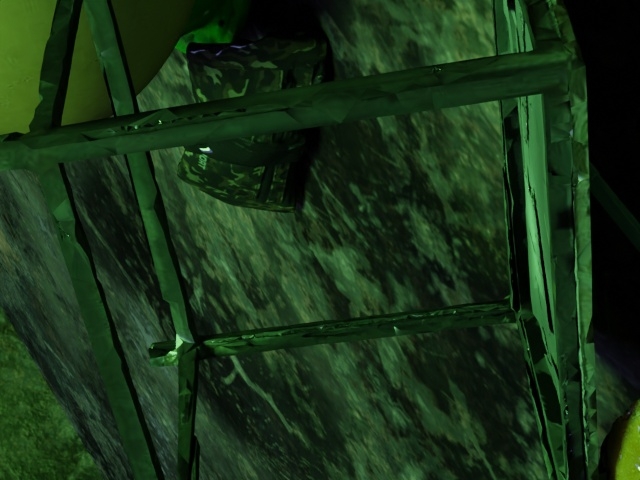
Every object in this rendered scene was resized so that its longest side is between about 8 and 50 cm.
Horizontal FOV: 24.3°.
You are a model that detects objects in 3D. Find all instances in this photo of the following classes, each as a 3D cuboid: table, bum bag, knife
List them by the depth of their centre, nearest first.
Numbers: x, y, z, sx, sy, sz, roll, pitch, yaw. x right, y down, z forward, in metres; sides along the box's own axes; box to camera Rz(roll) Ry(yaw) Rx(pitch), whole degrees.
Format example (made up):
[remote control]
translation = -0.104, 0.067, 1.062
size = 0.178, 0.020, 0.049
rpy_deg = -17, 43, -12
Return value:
[table]
translation = 0.000, 0.000, 0.837
size = 0.222, 0.272, 0.335
rpy_deg = -95, -4, -51
[knife]
translation = 0.181, -0.013, 0.877
size = 0.096, 0.010, 0.027
rpy_deg = 54, 158, 21
[bum bag]
translation = -0.059, -0.091, 1.180
size = 0.248, 0.102, 0.069
rpy_deg = 102, 157, -57

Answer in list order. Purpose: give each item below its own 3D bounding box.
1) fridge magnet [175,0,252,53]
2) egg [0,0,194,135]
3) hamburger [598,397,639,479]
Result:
[fridge magnet]
translation = -0.127, -0.236, 1.150
size = 0.208, 0.088, 0.208
rpy_deg = 38, 144, 33
[egg]
translation = -0.223, -0.243, 0.946
size = 0.301, 0.301, 0.374
rpy_deg = 27, 148, 53
[hamburger]
translation = 0.244, 0.132, 0.805
size = 0.177, 0.113, 0.185
rpy_deg = 31, 152, 41
